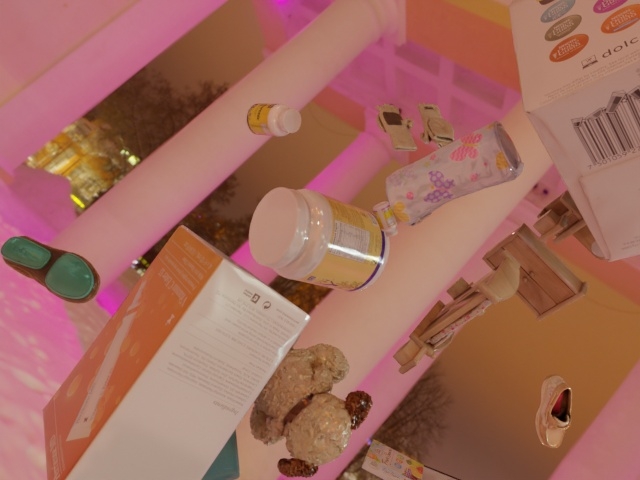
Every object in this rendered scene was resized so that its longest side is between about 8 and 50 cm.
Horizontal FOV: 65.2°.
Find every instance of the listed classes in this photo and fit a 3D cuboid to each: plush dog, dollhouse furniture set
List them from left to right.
[{"bbox_3d":[-0.028,0.335,1.000,0.225,0.262,0.211,41,-10,35],"label":"plush dog"},{"bbox_3d":[0.346,0.116,0.882,0.174,0.355,0.303,47,-46,8],"label":"dollhouse furniture set"}]

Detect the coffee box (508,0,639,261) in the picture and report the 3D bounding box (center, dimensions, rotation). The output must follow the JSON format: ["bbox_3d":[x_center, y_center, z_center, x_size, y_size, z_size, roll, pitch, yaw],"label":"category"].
[{"bbox_3d":[0.514,-0.236,0.734,0.337,0.335,0.338,-22,-52,35],"label":"coffee box"}]

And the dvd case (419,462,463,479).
[{"bbox_3d":[0.250,0.687,1.220,0.180,0.253,0.022,4,-38,42],"label":"dvd case"}]

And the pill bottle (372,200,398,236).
[{"bbox_3d":[0.163,-0.052,1.241,0.083,0.043,0.043,66,-18,-14],"label":"pill bottle"}]

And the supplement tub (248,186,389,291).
[{"bbox_3d":[0.000,0.000,1.351,0.331,0.241,0.241,16,9,-40],"label":"supplement tub"}]

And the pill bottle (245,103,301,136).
[{"bbox_3d":[-0.095,-0.245,1.019,0.116,0.065,0.065,16,-29,43],"label":"pill bottle"}]

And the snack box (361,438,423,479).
[{"bbox_3d":[0.180,0.558,1.236,0.141,0.037,0.100,23,7,15],"label":"snack box"}]

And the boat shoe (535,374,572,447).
[{"bbox_3d":[0.512,0.381,1.086,0.059,0.062,0.170,-133,-141,-74],"label":"boat shoe"}]

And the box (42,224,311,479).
[{"bbox_3d":[-0.212,0.180,0.720,0.168,0.346,0.215,39,-8,-32],"label":"box"}]

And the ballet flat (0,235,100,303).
[{"bbox_3d":[-0.672,0.087,1.291,0.342,0.116,0.124,18,-25,21],"label":"ballet flat"}]

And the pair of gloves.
[{"bbox_3d":[0.286,-0.338,1.515,0.042,0.239,0.204,110,-33,-49],"label":"pair of gloves"}]

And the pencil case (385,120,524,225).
[{"bbox_3d":[0.265,-0.131,1.020,0.113,0.273,0.124,25,48,-43],"label":"pencil case"}]

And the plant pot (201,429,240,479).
[{"bbox_3d":[-0.252,0.331,0.980,0.165,0.165,0.235,-132,-138,-62],"label":"plant pot"}]
